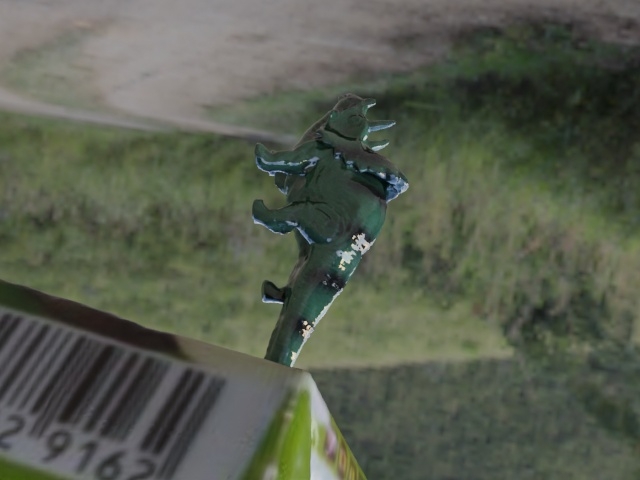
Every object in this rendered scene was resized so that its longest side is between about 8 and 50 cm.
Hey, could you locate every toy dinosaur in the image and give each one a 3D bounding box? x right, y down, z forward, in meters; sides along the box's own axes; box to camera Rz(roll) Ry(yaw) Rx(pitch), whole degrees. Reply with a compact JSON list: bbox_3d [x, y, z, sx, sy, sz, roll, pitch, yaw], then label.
[{"bbox_3d":[-0.016,-0.007,1.068,0.120,0.292,0.079,23,150,10],"label":"toy dinosaur"}]

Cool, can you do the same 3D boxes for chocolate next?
[{"bbox_3d":[-0.114,0.154,0.862,0.300,0.137,0.289,16,155,23],"label":"chocolate"}]
